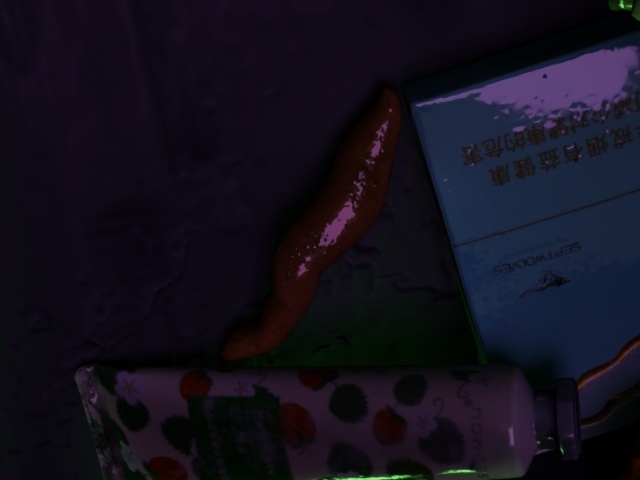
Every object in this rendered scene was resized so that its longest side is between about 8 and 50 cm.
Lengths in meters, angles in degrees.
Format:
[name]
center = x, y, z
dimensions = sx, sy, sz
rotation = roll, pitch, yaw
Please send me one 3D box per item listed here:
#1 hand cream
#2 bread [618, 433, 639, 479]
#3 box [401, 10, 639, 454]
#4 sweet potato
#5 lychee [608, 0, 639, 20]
[hand cream]
center = 0.002, 0.102, 0.739
dimensions = 0.276, 0.059, 0.095
rotation = -4, 116, 14
[bread]
center = 0.202, 0.201, 0.696
dimensions = 0.139, 0.095, 0.269
rotation = 20, 69, -37
[box]
center = 0.151, -0.002, 0.733
dimensions = 0.162, 0.041, 0.229
rotation = -18, 115, 2
[sweet potato]
center = -0.002, 0.000, 0.715
dimensions = 0.044, 0.044, 0.179
rotation = 25, 107, -17
[lychee]
center = 0.288, -0.174, 0.496
dimensions = 0.432, 0.380, 0.380
rotation = 8, 113, -9
